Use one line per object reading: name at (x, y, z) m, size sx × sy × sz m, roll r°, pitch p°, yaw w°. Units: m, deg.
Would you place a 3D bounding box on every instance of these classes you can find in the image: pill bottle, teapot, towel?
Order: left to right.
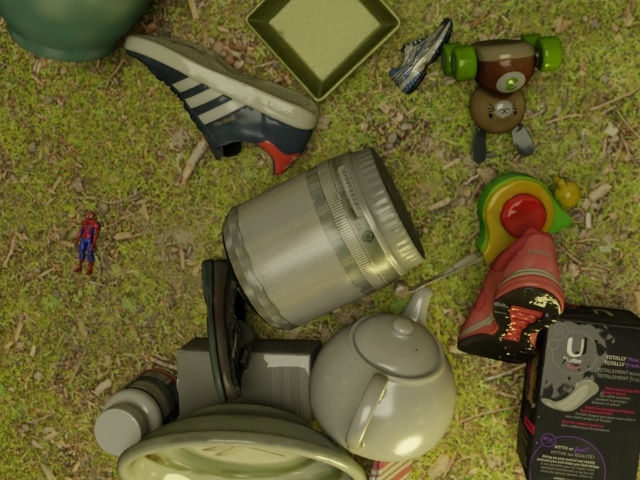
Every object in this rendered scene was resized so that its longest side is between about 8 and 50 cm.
pill bottle at (-0.314, 0.298, 1.298) m, size 0.108 × 0.180 × 0.108 m, roll 1°, pitch 98°, yaw 9°
towel at (0.108, 0.422, 1.270) m, size 0.029 × 0.144 × 0.197 m, roll 16°, pitch 100°, yaw 28°
teapot at (0.105, 0.204, 1.169) m, size 0.252 × 0.256 × 0.187 m, roll -4°, pitch 127°, yaw -25°

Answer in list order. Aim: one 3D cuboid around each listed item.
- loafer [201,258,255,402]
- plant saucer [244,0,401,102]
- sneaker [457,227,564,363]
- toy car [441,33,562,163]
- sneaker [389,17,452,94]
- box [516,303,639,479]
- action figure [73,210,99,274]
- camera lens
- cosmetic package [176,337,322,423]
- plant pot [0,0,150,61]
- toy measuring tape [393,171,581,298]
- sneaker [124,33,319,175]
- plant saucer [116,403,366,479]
loafer at (-0.144, 0.135, 1.234) m, size 0.084 × 0.096 × 0.268 m, roll -10°, pitch 52°, yaw -5°
plant saucer at (0.006, -0.355, 1.227) m, size 0.188 × 0.045 × 0.188 m, roll -42°, pitch 90°, yaw 12°
sneaker at (0.298, 0.091, 1.153) m, size 0.116 × 0.314 × 0.136 m, roll 15°, pitch 62°, yaw 1°
toy car at (0.278, -0.214, 1.163) m, size 0.155 × 0.149 × 0.188 m, roll -7°, pitch 108°, yaw 0°
sneaker at (0.159, -0.305, 1.207) m, size 0.058 × 0.052 × 0.135 m, roll 38°, pitch 100°, yaw 9°
box at (0.414, 0.246, 1.192) m, size 0.165 × 0.143 × 0.270 m, roll 6°, pitch 98°, yaw 6°
action figure at (-0.421, 0.004, 1.354) m, size 0.038 × 0.030 × 0.115 m, roll 12°, pitch 98°, yaw 12°
camera lens at (0.000, 0.000, 1.186) m, size 0.274 × 0.219 × 0.219 m, roll -26°, pitch 93°, yaw 12°
cosmetic package at (-0.122, 0.240, 1.302) m, size 0.238 × 0.107 × 0.127 m, roll 2°, pitch 98°, yaw 12°
plant pot at (-0.400, -0.408, 1.186) m, size 0.293 × 0.293 × 0.196 m, roll 24°, pitch 128°, yaw 5°
toy measuring tape at (0.251, -0.024, 1.190) m, size 0.330 × 0.121 × 0.121 m, roll -25°, pitch 93°, yaw 6°
sneaker at (-0.182, -0.220, 1.238) m, size 0.350 × 0.131 × 0.148 m, roll 28°, pitch 113°, yaw 10°
plant saucer at (-0.123, 0.352, 1.233) m, size 0.400 × 0.400 × 0.101 m, roll -3°, pitch 56°, yaw 10°
